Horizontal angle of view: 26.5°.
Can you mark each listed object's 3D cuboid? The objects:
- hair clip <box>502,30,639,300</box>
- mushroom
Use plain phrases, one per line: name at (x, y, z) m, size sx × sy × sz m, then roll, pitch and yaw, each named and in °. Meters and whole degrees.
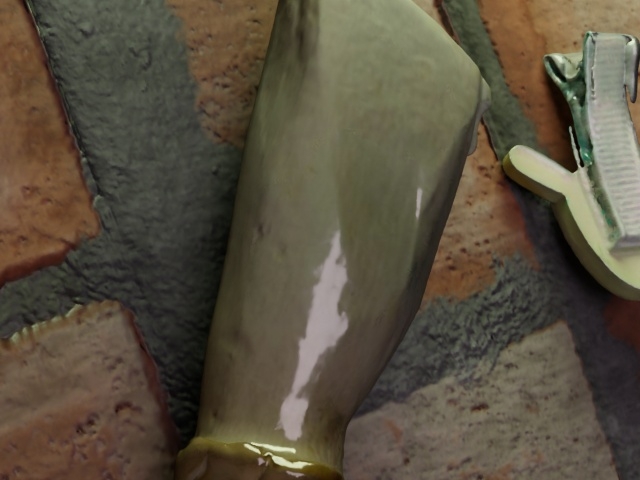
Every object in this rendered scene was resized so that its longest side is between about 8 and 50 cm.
hair clip at (0.227, -0.056, 1.102) m, size 0.159 × 0.071 × 0.218 m, roll -7°, pitch 78°, yaw -24°
mushroom at (0.007, 0.000, 0.935) m, size 0.154 × 0.137 × 0.407 m, roll 23°, pitch 73°, yaw -36°
